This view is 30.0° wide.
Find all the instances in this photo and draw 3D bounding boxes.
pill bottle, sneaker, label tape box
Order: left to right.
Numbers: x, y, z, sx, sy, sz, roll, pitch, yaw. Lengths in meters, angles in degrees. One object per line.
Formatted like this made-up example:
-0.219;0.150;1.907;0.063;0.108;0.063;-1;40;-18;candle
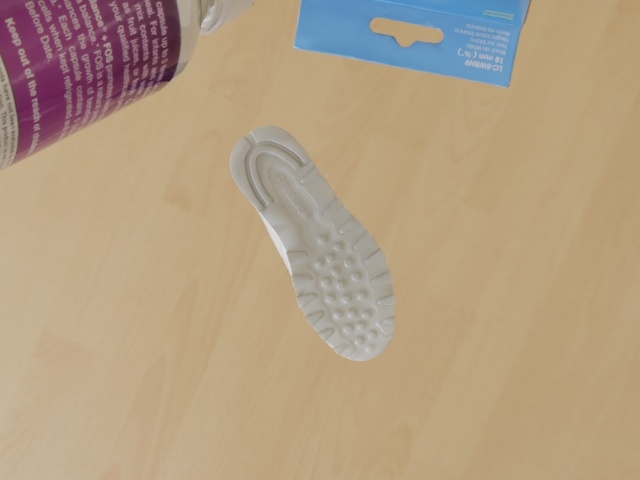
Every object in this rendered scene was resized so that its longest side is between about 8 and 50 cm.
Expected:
-0.189;-0.152;0.797;0.301;0.169;0.169;-33;93;-33;pill bottle
0.000;0.000;1.103;0.090;0.095;0.235;-27;90;0;sneaker
0.106;-0.328;1.170;0.241;0.106;0.333;11;105;5;label tape box
